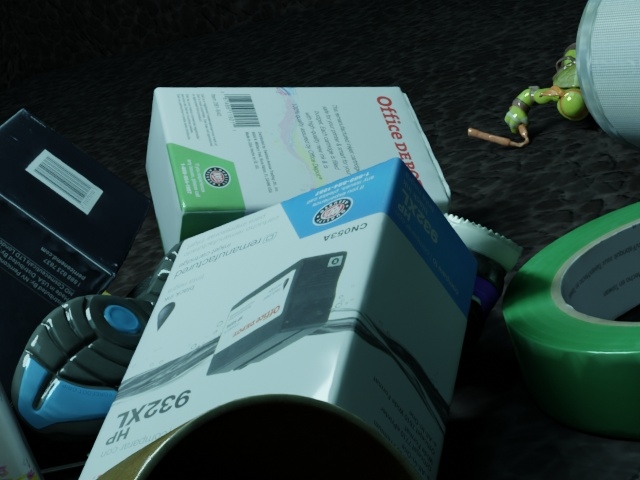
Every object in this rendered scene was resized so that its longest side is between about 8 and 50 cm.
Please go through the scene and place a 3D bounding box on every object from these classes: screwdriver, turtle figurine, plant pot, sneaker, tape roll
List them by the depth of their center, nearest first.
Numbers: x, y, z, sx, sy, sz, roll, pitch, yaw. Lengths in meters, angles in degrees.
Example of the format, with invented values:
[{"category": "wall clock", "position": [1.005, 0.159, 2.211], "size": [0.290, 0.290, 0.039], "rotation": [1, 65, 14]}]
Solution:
[{"category": "plant pot", "position": [-0.088, 0.224, 0.798], "size": [0.254, 0.237, 0.237], "rotation": [-20, 11, 48]}, {"category": "tape roll", "position": [0.310, 0.044, 1.113], "size": [0.321, 0.077, 0.321], "rotation": [-18, 17, 6]}, {"category": "sneaker", "position": [-0.164, 0.112, 1.210], "size": [0.139, 0.125, 0.341], "rotation": [-51, -8, 25]}, {"category": "sneaker", "position": [0.075, 0.066, 1.249], "size": [0.293, 0.102, 0.146], "rotation": [148, 144, -76]}, {"category": "screwdriver", "position": [-0.260, 0.214, 1.300], "size": [0.170, 0.024, 0.025], "rotation": [-16, 46, 5]}, {"category": "turtle figurine", "position": [0.332, -0.202, 1.808], "size": [0.270, 0.087, 0.217], "rotation": [-11, 19, 26]}]

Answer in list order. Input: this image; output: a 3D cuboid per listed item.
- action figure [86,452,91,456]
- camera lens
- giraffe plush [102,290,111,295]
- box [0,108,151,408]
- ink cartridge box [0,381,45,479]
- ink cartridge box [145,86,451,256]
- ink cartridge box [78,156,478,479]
[{"category": "action figure", "position": [-0.082, 0.150, 1.232], "size": [0.232, 0.063, 0.137], "rotation": [-31, 19, -22]}, {"category": "camera lens", "position": [0.430, -0.202, 1.487], "size": [0.219, 0.219, 0.274], "rotation": [-30, 20, -29]}, {"category": "giraffe plush", "position": [-0.320, 0.043, 1.624], "size": [0.210, 0.170, 0.181], "rotation": [-2, 24, 44]}, {"category": "box", "position": [-0.335, 0.055, 1.363], "size": [0.294, 0.183, 0.296], "rotation": [-52, 9, 11]}, {"category": "ink cartridge box", "position": [-0.328, 0.177, 1.069], "size": [0.197, 0.270, 0.198], "rotation": [-25, 18, -12]}, {"category": "ink cartridge box", "position": [-0.029, -0.060, 1.458], "size": [0.278, 0.117, 0.201], "rotation": [-2, 43, -16]}, {"category": "ink cartridge box", "position": [-0.027, 0.108, 1.015], "size": [0.223, 0.129, 0.307], "rotation": [-19, 33, 29]}]
